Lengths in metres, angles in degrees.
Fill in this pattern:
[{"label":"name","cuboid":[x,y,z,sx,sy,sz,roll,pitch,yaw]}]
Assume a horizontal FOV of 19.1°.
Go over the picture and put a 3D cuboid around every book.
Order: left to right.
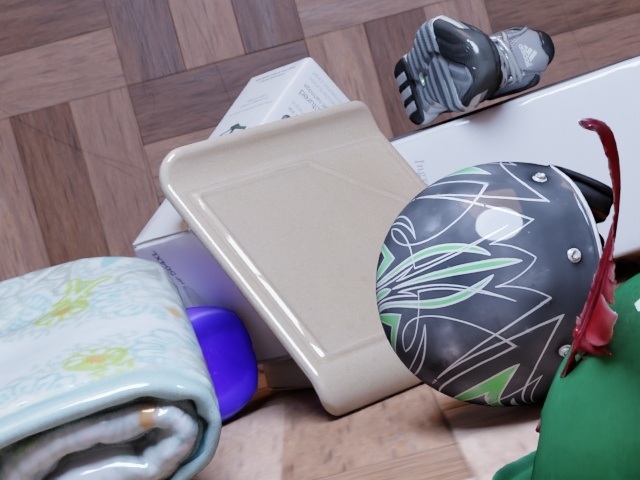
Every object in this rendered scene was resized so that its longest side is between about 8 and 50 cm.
[{"label":"book","cuboid":[0.038,0.089,1.559,0.144,0.035,0.096,-16,8,-34]}]

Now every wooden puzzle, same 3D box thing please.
[{"label":"wooden puzzle","cuboid":[0.018,0.010,1.441,0.221,0.238,0.044,-18,-27,-39]}]

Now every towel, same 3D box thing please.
[{"label":"towel","cuboid":[-0.261,0.119,1.252,0.375,0.090,0.320,-17,20,-6]}]

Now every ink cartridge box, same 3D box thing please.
[{"label":"ink cartridge box","cuboid":[-0.034,-0.022,1.534,0.086,0.148,0.203,-15,36,49]}]

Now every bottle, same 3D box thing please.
[{"label":"bottle","cuboid":[-0.183,0.116,1.525,0.283,0.092,0.118,-12,6,40]}]

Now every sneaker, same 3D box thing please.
[{"label":"sneaker","cuboid":[0.151,-0.163,1.668,0.132,0.086,0.229,-17,2,-12]}]

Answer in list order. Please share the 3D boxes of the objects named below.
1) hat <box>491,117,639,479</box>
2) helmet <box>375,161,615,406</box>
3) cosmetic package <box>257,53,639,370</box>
[{"label":"hat","cuboid":[0.157,0.022,0.938,0.173,0.183,0.208,-17,4,-28]},{"label":"helmet","cuboid":[0.116,0.027,1.187,0.169,0.169,0.161,-12,-11,33]},{"label":"cosmetic package","cuboid":[0.146,-0.037,1.738,0.453,0.161,0.230,-19,3,13]}]
